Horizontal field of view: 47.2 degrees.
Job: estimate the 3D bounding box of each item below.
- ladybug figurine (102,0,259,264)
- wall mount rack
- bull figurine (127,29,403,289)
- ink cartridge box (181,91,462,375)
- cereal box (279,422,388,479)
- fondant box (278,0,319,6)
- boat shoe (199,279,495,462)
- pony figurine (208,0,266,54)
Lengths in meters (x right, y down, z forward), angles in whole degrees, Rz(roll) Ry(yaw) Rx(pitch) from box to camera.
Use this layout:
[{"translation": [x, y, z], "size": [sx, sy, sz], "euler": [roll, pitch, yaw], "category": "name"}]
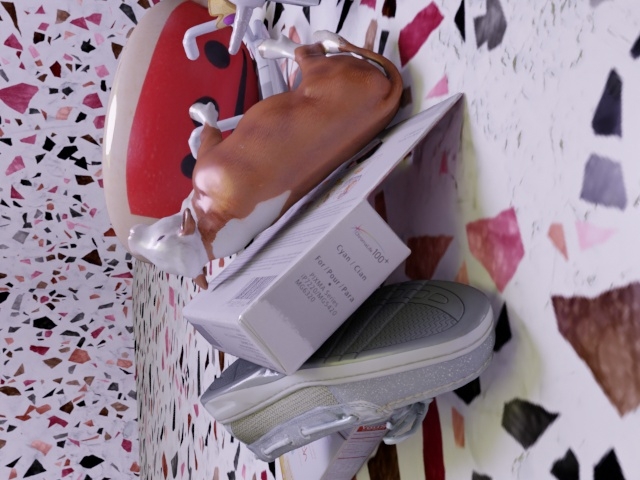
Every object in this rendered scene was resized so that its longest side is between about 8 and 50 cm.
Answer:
[{"translation": [-0.207, -0.171, 1.191], "size": [0.305, 0.161, 0.450], "euler": [-20, -61, -63], "category": "ladybug figurine"}, {"translation": [-0.089, -0.126, 1.016], "size": [0.304, 0.130, 0.350], "euler": [65, -169, -51], "category": "wall mount rack"}, {"translation": [-0.061, -0.090, 0.738], "size": [0.101, 0.310, 0.188], "euler": [48, -169, -47], "category": "bull figurine"}, {"translation": [0.000, 0.000, 0.693], "size": [0.261, 0.066, 0.296], "euler": [-45, 10, -16], "category": "ink cartridge box"}, {"translation": [0.001, 0.176, 0.800], "size": [0.240, 0.047, 0.173], "euler": [112, 152, -44], "category": "cereal box"}, {"translation": [-0.103, -0.482, 0.920], "size": [0.096, 0.238, 0.330], "euler": [-136, 51, -66], "category": "fondant box"}, {"translation": [0.022, 0.121, 0.612], "size": [0.320, 0.118, 0.103], "euler": [-28, 101, 41], "category": "boat shoe"}, {"translation": [-0.031, -0.385, 0.722], "size": [0.363, 0.302, 0.351], "euler": [4, 100, 56], "category": "pony figurine"}]
